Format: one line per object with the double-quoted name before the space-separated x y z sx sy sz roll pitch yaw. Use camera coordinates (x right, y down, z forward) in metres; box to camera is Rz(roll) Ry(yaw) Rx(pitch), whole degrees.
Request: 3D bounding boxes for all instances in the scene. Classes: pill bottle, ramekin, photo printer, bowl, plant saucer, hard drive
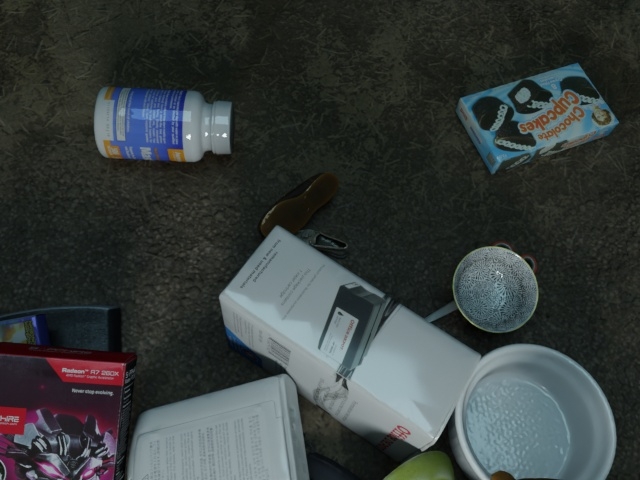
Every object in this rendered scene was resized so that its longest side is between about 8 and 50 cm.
"pill bottle" -0.323 -0.244 1.360 0.272 0.152 0.152 3 65 -3
"ramekin" 0.362 0.336 1.149 0.277 0.135 0.277 2 65 -4
"photo printer" -0.176 0.380 1.063 0.308 0.107 0.256 -18 60 11
"bowl" 0.332 0.103 1.266 0.170 0.080 0.170 2 74 -6
"plant saucer" 0.136 0.447 1.029 0.241 0.241 0.037 -35 45 -18
"hard drive" -0.504 0.202 1.193 0.255 0.054 0.172 -6 66 -7

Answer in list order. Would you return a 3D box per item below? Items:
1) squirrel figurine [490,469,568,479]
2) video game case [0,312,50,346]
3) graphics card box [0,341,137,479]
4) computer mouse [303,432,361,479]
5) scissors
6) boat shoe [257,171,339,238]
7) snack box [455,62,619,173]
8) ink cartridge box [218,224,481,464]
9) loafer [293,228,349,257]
"squirrel figurine" 0.320 0.540 0.937 0.397 0.281 0.370 -25 101 15
"video game case" -0.580 0.278 1.098 0.244 0.061 0.269 -9 89 -6
"graphics card box" -0.435 0.361 1.033 0.233 0.094 0.370 6 88 -4
"computer mouse" 0.010 0.453 1.104 0.272 0.072 0.188 27 65 8
"scissors" 0.326 0.112 1.312 0.109 0.021 0.297 44 69 13
"boat shoe" -0.051 -0.070 1.347 0.207 0.073 0.073 -37 108 -22
"snack box" 0.500 -0.287 1.488 0.322 0.060 0.187 -19 68 -13
"ink cartridge box" 0.037 0.190 1.110 0.395 0.285 0.166 33 66 10
"loafer" 0.000 0.000 1.331 0.125 0.039 0.045 17 64 4
